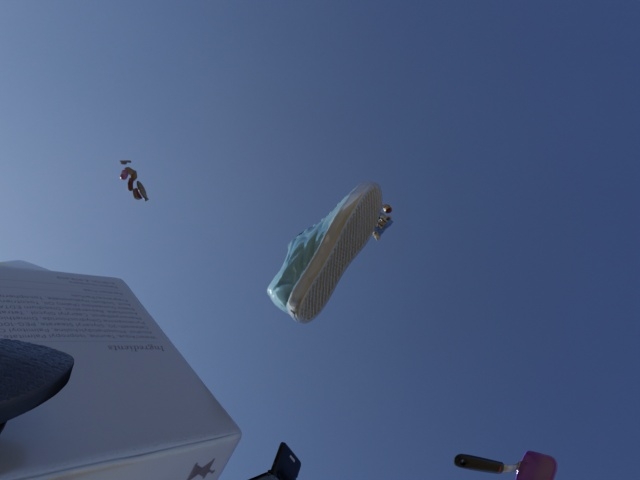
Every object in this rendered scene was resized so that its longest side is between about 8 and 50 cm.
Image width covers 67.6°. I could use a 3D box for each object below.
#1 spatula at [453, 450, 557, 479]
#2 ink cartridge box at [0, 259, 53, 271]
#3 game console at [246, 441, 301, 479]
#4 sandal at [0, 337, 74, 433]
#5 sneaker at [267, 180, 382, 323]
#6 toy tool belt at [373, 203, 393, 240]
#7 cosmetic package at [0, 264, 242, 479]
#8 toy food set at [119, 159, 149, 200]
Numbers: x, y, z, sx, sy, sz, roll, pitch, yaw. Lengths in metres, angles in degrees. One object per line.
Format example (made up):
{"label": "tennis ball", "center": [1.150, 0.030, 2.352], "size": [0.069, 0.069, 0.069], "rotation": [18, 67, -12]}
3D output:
{"label": "spatula", "center": [0.407, 0.495, 1.045], "size": [0.296, 0.030, 0.084], "rotation": [19, -88, -25]}
{"label": "ink cartridge box", "center": [-0.663, 0.199, 0.971], "size": [0.160, 0.384, 0.279], "rotation": [26, -97, -14]}
{"label": "game console", "center": [-0.106, 0.517, 1.062], "size": [0.071, 0.107, 0.122], "rotation": [1, -44, 25]}
{"label": "sandal", "center": [-0.288, 0.134, 0.341], "size": [0.097, 0.254, 0.054], "rotation": [20, -78, 8]}
{"label": "sneaker", "center": [0.000, 0.000, 1.092], "size": [0.150, 0.135, 0.366], "rotation": [25, -108, 33]}
{"label": "toy tool belt", "center": [0.154, -0.043, 1.167], "size": [0.083, 0.052, 0.051], "rotation": [-49, -135, 10]}
{"label": "cosmetic package", "center": [-0.386, 0.265, 0.621], "size": [0.393, 0.327, 0.329], "rotation": [35, -78, 36]}
{"label": "toy food set", "center": [-0.527, -0.162, 1.331], "size": [0.019, 0.078, 0.122], "rotation": [-20, -84, 11]}
